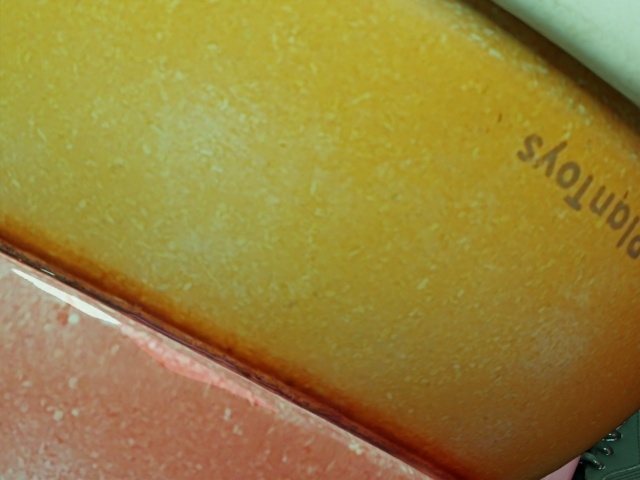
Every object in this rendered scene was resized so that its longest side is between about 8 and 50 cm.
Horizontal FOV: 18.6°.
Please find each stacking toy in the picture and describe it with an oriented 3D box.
[{"bbox_3d":[-0.099,0.097,0.603,0.350,0.350,0.480,32,82,-19],"label":"stacking toy"}]

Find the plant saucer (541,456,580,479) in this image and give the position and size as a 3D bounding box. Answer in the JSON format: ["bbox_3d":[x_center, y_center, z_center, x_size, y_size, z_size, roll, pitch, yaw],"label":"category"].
[{"bbox_3d":[0.000,0.000,0.925,0.332,0.084,0.332,30,46,-37],"label":"plant saucer"}]

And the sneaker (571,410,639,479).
[{"bbox_3d":[0.167,0.113,1.011,0.106,0.101,0.267,12,56,-31],"label":"sneaker"}]
